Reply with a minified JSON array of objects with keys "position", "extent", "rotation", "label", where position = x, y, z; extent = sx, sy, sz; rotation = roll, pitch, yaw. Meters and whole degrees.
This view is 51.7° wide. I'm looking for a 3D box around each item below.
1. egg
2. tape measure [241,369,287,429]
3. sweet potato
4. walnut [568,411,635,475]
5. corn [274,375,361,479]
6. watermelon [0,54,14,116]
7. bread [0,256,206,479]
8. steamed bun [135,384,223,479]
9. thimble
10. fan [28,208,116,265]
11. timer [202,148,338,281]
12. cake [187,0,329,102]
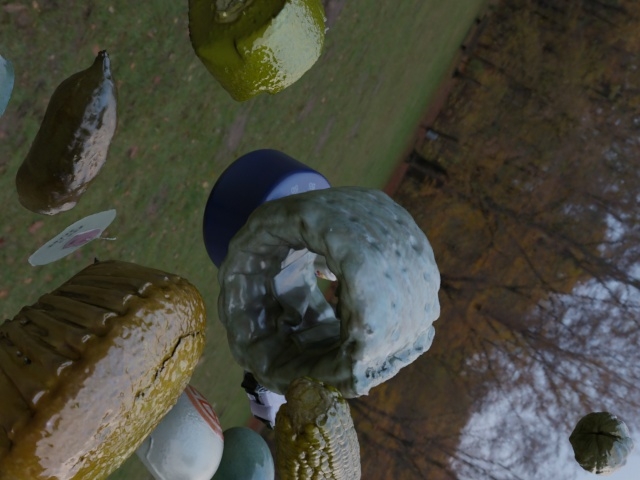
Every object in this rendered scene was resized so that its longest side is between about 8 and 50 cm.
[{"position":[-0.207,0.598,1.738],"extent":[0.169,0.169,0.236],"rotation":[-62,-151,22],"label":"egg"},{"position":[-0.099,0.317,1.556],"extent":[0.196,0.105,0.178],"rotation":[-52,135,-31],"label":"tape measure"},{"position":[-0.497,-0.211,1.336],"extent":[0.369,0.158,0.158],"rotation":[-51,-179,32],"label":"sweet potato"},{"position":[0.381,0.276,0.898],"extent":[0.092,0.092,0.092],"rotation":[-59,175,-8],"label":"walnut"},{"position":[-0.005,0.234,0.728],"extent":[0.097,0.097,0.261],"rotation":[-57,156,-33],"label":"corn"},{"position":[-0.667,-0.222,1.085],"extent":[0.310,0.193,0.231],"rotation":[-17,164,-6],"label":"watermelon"},{"position":[-0.196,0.115,0.550],"extent":[0.240,0.139,0.240],"rotation":[-52,177,-4],"label":"bread"},{"position":[-0.327,0.425,1.504],"extent":[0.177,0.283,0.283],"rotation":[-36,169,-14],"label":"steamed bun"},{"position":[0.014,0.072,0.902],"extent":[0.195,0.291,0.291],"rotation":[-19,144,-48],"label":"thimble"},{"position":[-0.449,-0.003,1.286],"extent":[0.182,0.010,0.310],"rotation":[-35,178,2],"label":"fan"},{"position":[0.000,0.000,1.220],"extent":[0.270,0.384,0.270],"rotation":[-27,127,-42],"label":"timer"},{"position":[-0.095,-0.342,1.006],"extent":[0.179,0.260,0.156],"rotation":[-25,143,17],"label":"cake"}]
